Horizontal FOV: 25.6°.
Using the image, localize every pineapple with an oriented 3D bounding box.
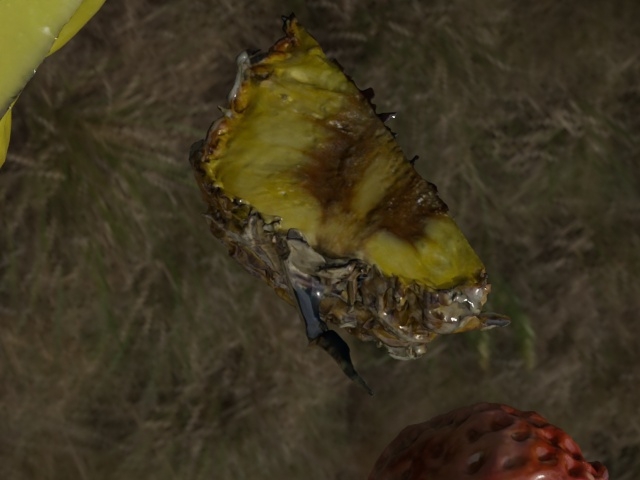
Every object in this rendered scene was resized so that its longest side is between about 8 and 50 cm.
[{"bbox_3d":[-0.005,0.001,1.034,0.158,0.334,0.161,-22,146,-27],"label":"pineapple"}]

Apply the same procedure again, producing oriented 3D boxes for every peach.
[{"bbox_3d":[-0.402,-0.231,1.555,0.242,0.306,0.380,30,106,-12],"label":"peach"}]

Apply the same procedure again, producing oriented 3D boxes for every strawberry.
[{"bbox_3d":[0.115,0.266,1.197,0.265,0.336,0.149,-14,114,27],"label":"strawberry"}]
